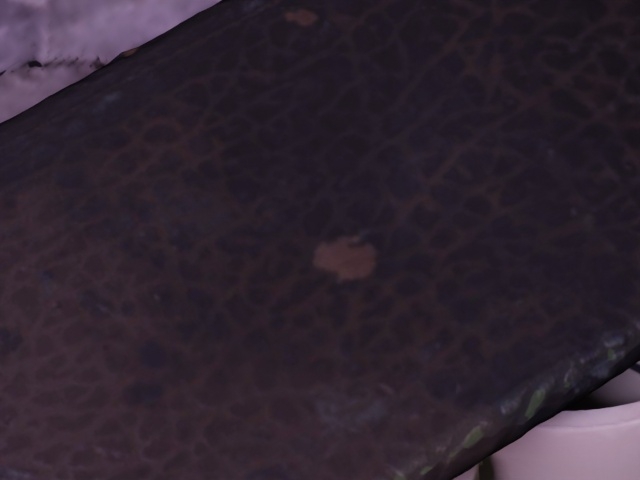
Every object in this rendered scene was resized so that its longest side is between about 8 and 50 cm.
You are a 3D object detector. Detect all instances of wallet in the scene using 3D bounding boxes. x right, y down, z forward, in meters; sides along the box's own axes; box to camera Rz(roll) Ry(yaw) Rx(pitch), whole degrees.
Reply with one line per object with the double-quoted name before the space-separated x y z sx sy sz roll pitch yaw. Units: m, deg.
"wallet" 0.000 0.000 0.512 0.321 0.170 0.044 -30 153 -17

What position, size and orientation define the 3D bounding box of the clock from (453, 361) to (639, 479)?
"clock" 0.078 0.011 0.564 0.229 0.156 0.063 -48 148 -27
